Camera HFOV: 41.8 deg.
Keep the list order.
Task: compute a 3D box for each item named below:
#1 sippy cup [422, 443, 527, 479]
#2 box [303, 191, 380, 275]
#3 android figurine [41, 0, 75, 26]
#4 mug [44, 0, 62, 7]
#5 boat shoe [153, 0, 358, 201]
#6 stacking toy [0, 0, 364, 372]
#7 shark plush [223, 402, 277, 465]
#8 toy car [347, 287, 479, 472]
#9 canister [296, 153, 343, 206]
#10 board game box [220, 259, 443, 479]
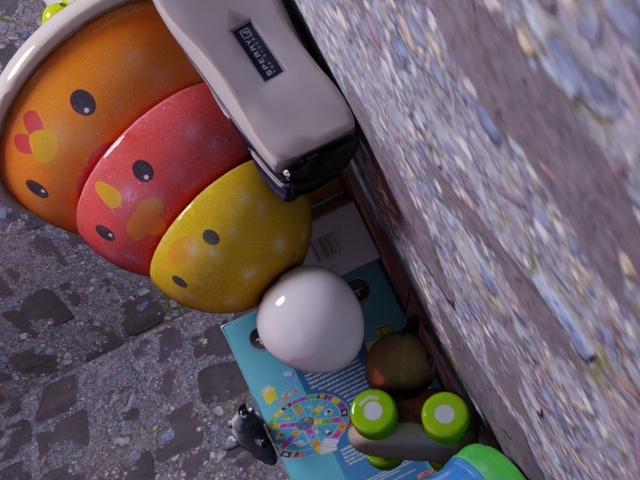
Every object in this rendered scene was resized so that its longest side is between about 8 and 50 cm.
[{"bbox_3d":[0.104,0.347,0.819,0.240,0.223,0.306,-145,41,-69],"label":"sippy cup"},{"bbox_3d":[0.000,0.000,1.229,0.091,0.130,0.170,63,179,-10],"label":"box"},{"bbox_3d":[-0.248,-0.278,1.061,0.056,0.248,0.273,43,130,18],"label":"android figurine"},{"bbox_3d":[-0.269,-0.421,1.311,0.328,0.276,0.374,60,-145,-30],"label":"mug"},{"bbox_3d":[-0.082,-0.190,0.852,0.341,0.127,0.158,63,171,10],"label":"boat shoe"},{"bbox_3d":[-0.124,-0.039,0.979,0.480,0.350,0.351,43,172,17],"label":"stacking toy"},{"bbox_3d":[-0.090,0.268,1.192,0.067,0.073,0.161,42,148,26],"label":"shark plush"},{"bbox_3d":[0.111,0.159,0.981,0.155,0.148,0.189,73,-160,-59],"label":"toy car"},{"bbox_3d":[-0.060,-0.080,1.202,0.073,0.169,0.126,63,178,30],"label":"canister"},{"bbox_3d":[0.041,0.224,1.222,0.079,0.253,0.336,68,176,-75],"label":"board game box"}]
